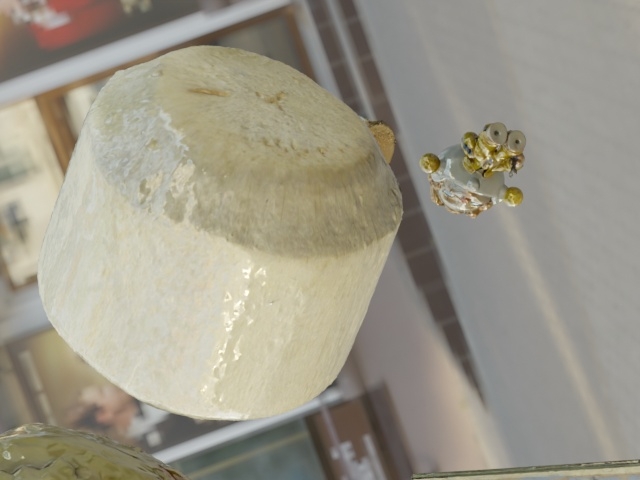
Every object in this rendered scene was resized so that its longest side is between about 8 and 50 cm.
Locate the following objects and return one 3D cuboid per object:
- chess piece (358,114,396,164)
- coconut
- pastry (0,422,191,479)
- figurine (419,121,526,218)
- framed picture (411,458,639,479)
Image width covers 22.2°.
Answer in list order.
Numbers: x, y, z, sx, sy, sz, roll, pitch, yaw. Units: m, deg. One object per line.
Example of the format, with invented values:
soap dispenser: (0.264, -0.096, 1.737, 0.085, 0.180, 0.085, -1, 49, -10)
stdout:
chess piece: (-0.008, -0.105, 1.514, 0.172, 0.060, 0.060, 26, 145, 43)
coconut: (-0.078, 0.008, 1.144, 0.237, 0.237, 0.266, -114, 35, -52)
pastry: (-0.219, 0.350, 1.372, 0.312, 0.388, 0.388, 24, 166, 10)
figurine: (0.148, -0.073, 1.573, 0.143, 0.101, 0.068, 78, -154, -61)
framed picture: (0.164, 0.238, 1.109, 0.010, 0.173, 0.231, -77, -22, -54)
